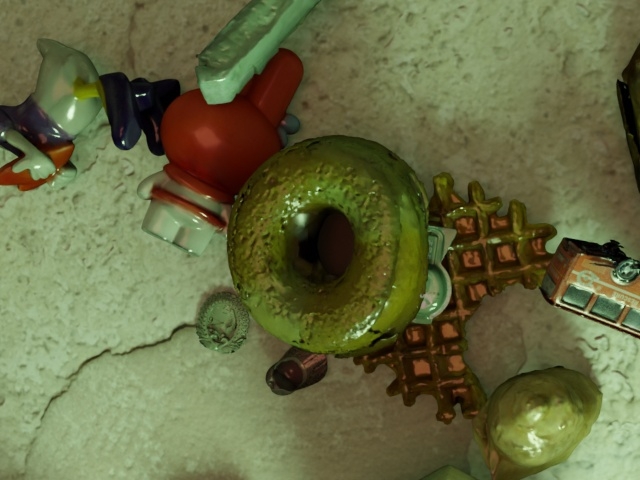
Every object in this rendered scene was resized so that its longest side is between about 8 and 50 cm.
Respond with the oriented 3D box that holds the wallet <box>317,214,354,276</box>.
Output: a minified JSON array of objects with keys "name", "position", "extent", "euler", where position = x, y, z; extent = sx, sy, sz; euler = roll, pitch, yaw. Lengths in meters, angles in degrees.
[{"name":"wallet","position":[0.000,0.000,1.211],"extent":[0.152,0.038,0.118],"euler":[31,105,35]}]

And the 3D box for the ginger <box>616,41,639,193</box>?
[{"name":"ginger","position":[0.414,-0.114,1.093],"extent":[0.133,0.107,0.309],"euler":[-9,89,47]}]

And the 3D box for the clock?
[{"name":"clock","position":[-0.131,0.110,1.287],"extent":[0.074,0.010,0.083],"euler":[13,95,13]}]

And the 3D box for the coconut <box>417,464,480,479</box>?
[{"name":"coconut","position":[0.143,0.424,1.101],"extent":[0.322,0.323,0.323],"euler":[1,93,13]}]

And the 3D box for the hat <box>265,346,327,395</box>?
[{"name":"hat","position":[-0.033,0.171,1.257],"extent":[0.087,0.042,0.058],"euler":[-38,92,-21]}]

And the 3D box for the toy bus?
[{"name":"toy bus","position":[0.374,0.069,1.102],"extent":[0.234,0.073,0.096],"euler":[23,108,-11]}]

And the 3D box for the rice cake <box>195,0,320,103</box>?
[{"name":"rice cake","position":[-0.032,-0.298,1.161],"extent":[0.063,0.066,0.336],"euler":[40,80,17]}]

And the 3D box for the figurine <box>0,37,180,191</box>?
[{"name":"figurine","position":[-0.398,-0.164,1.266],"extent":[0.420,0.154,0.193],"euler":[-14,85,12]}]

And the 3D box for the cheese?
[{"name":"cheese","position":[0.127,0.041,1.149],"extent":[0.067,0.026,0.121],"euler":[9,95,16]}]

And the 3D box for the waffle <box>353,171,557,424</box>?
[{"name":"waffle","position":[0.153,0.066,1.191],"extent":[0.259,0.069,0.293],"euler":[32,100,14]}]

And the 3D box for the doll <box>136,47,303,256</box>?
[{"name":"doll","position":[-0.124,-0.125,1.211],"extent":[0.161,0.130,0.290],"euler":[27,84,-11]}]

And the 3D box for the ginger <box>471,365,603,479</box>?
[{"name":"ginger","position":[0.276,0.195,1.107],"extent":[0.115,0.193,0.122],"euler":[63,148,14]}]

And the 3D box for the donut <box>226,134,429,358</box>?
[{"name":"donut","position":[0.004,0.008,1.114],"extent":[0.272,0.107,0.272],"euler":[1,93,17]}]
